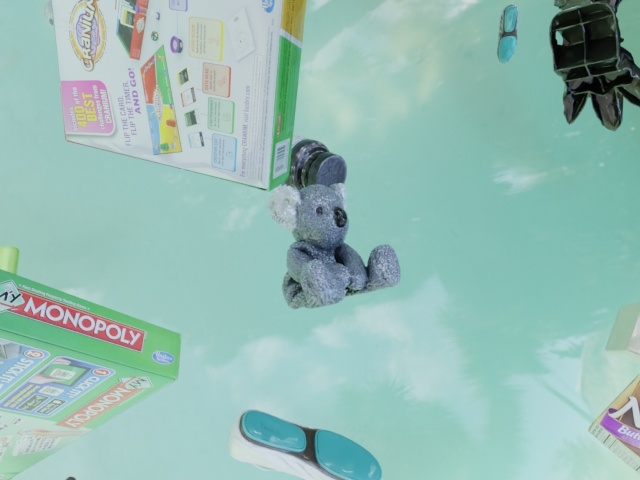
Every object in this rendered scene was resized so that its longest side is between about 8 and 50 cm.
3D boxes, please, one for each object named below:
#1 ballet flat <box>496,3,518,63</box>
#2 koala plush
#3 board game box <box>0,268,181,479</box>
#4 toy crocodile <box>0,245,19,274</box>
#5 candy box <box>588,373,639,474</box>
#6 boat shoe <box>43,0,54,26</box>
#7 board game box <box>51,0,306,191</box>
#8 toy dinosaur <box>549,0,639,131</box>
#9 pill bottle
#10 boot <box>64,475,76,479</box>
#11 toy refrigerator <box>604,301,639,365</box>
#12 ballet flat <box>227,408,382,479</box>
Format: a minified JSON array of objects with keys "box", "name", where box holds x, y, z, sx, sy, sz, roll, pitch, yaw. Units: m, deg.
[{"box":[0.393,-0.435,0.982,0.041,0.041,0.114,-34,132,-40],"name":"ballet flat"},{"box":[0.000,0.000,0.846,0.196,0.203,0.221,-12,86,-34],"name":"koala plush"},{"box":[-0.302,0.129,0.395,0.213,0.317,0.046,32,36,-38],"name":"board game box"},{"box":[-0.501,0.041,0.478,0.341,0.105,0.115,0,63,-11],"name":"toy crocodile"},{"box":[0.488,0.288,0.635,0.109,0.187,0.053,-35,141,-15],"name":"candy box"},{"box":[-0.455,-0.417,0.841,0.081,0.079,0.227,-25,97,-8],"name":"boat shoe"},{"box":[-0.183,-0.215,0.582,0.064,0.317,0.242,-46,149,-60],"name":"board game box"},{"box":[0.235,-0.202,0.295,0.322,0.164,0.218,23,74,-6],"name":"toy dinosaur"},{"box":[-0.053,-0.165,1.009,0.123,0.219,0.122,-26,129,-37],"name":"pill bottle"},{"box":[-0.475,0.496,0.809,0.090,0.248,0.207,32,18,-19],"name":"boot"},{"box":[0.610,0.184,0.717,0.094,0.270,0.102,-65,161,-7],"name":"toy refrigerator"},{"box":[-0.043,0.527,1.140,0.400,0.139,0.139,26,65,-15],"name":"ballet flat"}]
